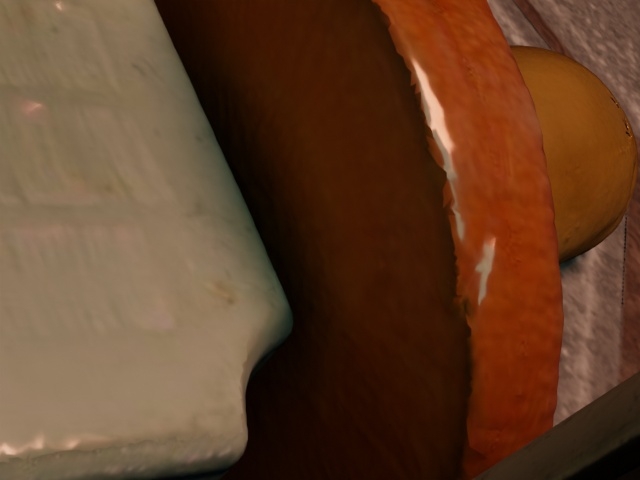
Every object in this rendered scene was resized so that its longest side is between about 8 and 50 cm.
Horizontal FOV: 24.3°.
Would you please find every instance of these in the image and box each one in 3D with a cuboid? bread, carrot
[{"bbox_3d":[0.115,-0.054,0.895,0.147,0.098,0.217,51,36,10],"label":"bread"},{"bbox_3d":[0.000,0.000,0.604,0.100,0.258,0.307,-5,55,-31],"label":"carrot"}]

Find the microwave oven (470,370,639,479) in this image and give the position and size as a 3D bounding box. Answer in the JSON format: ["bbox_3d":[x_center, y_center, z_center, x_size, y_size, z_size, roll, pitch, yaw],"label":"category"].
[{"bbox_3d":[0.070,0.218,0.357,0.247,0.394,0.333,37,38,-15],"label":"microwave oven"}]

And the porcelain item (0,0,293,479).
[{"bbox_3d":[-0.174,-0.006,0.510,0.286,0.157,0.281,-3,58,-45],"label":"porcelain item"}]
